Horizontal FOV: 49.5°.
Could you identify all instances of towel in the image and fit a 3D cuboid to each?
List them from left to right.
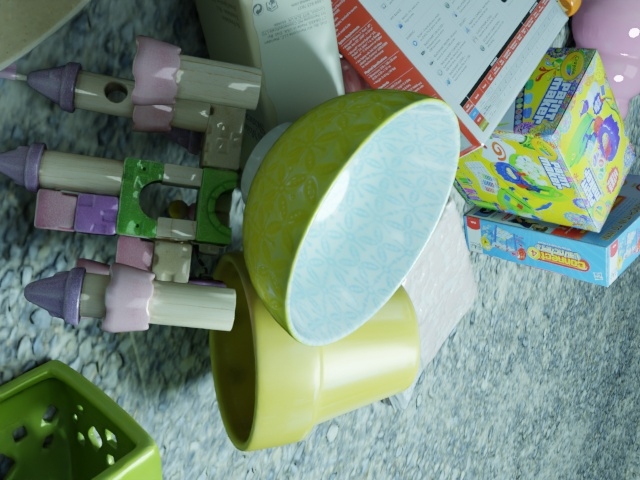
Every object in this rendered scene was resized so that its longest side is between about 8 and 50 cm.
[{"bbox_3d":[0.184,0.126,1.272,0.317,0.053,0.332,-54,147,-19],"label":"towel"}]

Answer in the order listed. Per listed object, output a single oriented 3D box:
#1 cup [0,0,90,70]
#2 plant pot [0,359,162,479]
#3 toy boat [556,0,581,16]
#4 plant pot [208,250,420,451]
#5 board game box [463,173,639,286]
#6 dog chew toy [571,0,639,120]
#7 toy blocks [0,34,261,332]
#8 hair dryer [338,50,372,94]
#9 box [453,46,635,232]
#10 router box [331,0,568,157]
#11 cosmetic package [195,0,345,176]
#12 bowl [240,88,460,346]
[{"bbox_3d":[-0.338,-0.257,0.507,0.331,0.331,0.237,-42,103,-29],"label":"cup"},{"bbox_3d":[-0.309,0.302,0.752,0.228,0.227,0.207,-29,128,-37],"label":"plant pot"},{"bbox_3d":[0.411,-0.444,1.296,0.151,0.151,0.231,14,92,-47],"label":"toy boat"},{"bbox_3d":[-0.007,0.136,0.929,0.239,0.254,0.254,-2,106,-21],"label":"plant pot"},{"bbox_3d":[0.506,-0.049,1.410,0.308,0.302,0.086,-32,124,-35],"label":"board game box"},{"bbox_3d":[0.634,-0.395,1.518,0.206,0.206,0.332,-11,119,-43],"label":"dog chew toy"},{"bbox_3d":[-0.226,-0.048,0.763,0.260,0.309,0.289,6,87,-13],"label":"toy blocks"},{"bbox_3d":[-0.006,-0.273,1.003,0.293,0.080,0.224,32,95,-40],"label":"hair dryer"},{"bbox_3d":[0.363,-0.182,1.238,0.290,0.279,0.177,44,71,-44],"label":"box"},{"bbox_3d":[0.168,-0.320,0.948,0.301,0.082,0.335,47,56,-12],"label":"router box"},{"bbox_3d":[-0.050,-0.179,0.870,0.113,0.160,0.309,-24,125,-19],"label":"cosmetic package"},{"bbox_3d":[0.008,-0.047,0.757,0.289,0.156,0.289,-38,146,-32],"label":"bowl"}]
